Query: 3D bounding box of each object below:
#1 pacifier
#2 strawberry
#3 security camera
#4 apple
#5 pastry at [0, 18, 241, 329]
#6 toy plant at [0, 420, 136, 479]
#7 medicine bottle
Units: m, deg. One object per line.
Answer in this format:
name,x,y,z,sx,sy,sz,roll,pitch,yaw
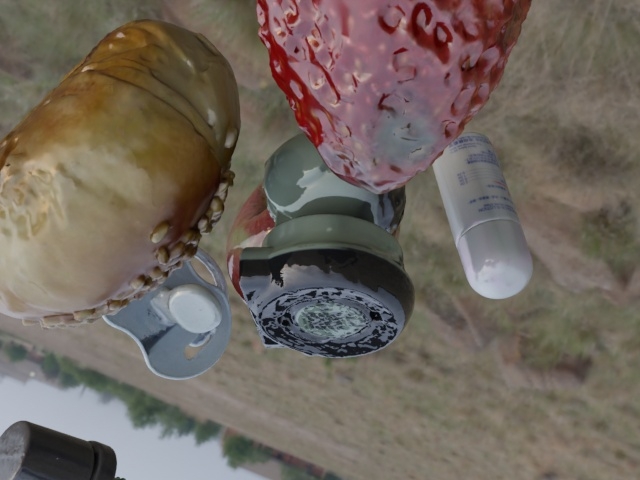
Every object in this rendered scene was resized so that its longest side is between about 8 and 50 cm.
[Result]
pacifier,-0.238,0.102,1.640,0.279,0.227,0.207,51,154,-19
strawberry,0.054,-0.235,0.854,0.292,0.310,0.291,27,161,10
security camera,0.017,-0.018,1.154,0.191,0.277,0.197,-4,144,9
apple,0.000,0.000,1.698,0.269,0.344,0.345,42,160,-19
pastry,-0.250,-0.072,1.141,0.245,0.409,0.409,45,159,-20
toy plant,-0.453,0.500,1.862,0.400,0.279,0.185,36,-164,-33
medicine bottle,0.312,-0.043,1.827,0.130,0.341,0.130,-8,144,-6
